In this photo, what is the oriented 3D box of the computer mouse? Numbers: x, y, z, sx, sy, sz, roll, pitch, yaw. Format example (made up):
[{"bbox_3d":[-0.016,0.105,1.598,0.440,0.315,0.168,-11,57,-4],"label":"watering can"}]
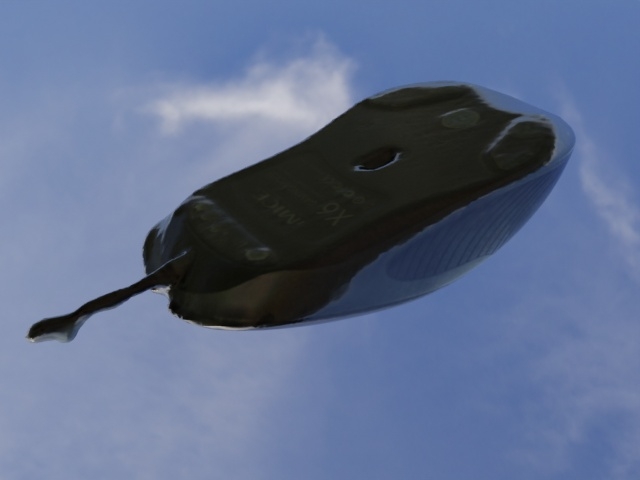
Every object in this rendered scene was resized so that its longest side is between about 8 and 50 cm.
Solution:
[{"bbox_3d":[0.000,0.000,0.672,0.379,0.090,0.167,-23,-147,-19],"label":"computer mouse"}]
